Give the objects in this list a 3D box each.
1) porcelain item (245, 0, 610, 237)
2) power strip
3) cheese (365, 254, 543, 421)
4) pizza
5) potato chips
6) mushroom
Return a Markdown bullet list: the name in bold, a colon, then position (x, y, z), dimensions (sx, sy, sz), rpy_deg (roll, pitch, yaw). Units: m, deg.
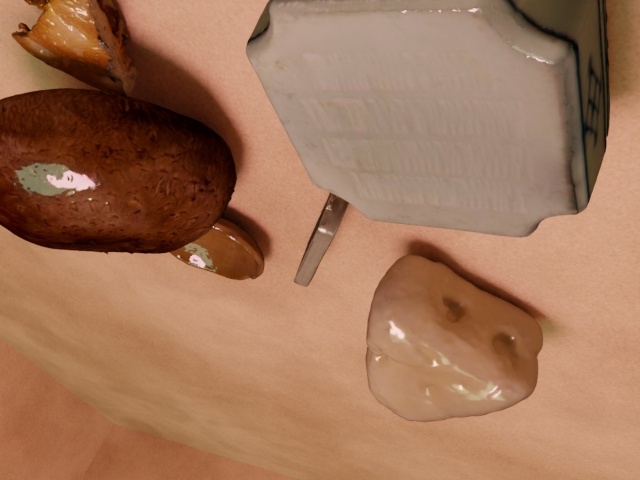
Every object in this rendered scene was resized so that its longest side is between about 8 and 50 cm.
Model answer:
- **porcelain item**: position (0.102, -0.145, 0.650), dimensions (0.286, 0.157, 0.281), rpy_deg (7, 147, 30)
- **power strip**: position (0.000, 0.000, 1.048), dimensions (0.029, 0.080, 0.227), rpy_deg (22, 152, -2)
- **cheese**: position (0.147, 0.145, 1.067), dimensions (0.251, 0.173, 0.248), rpy_deg (34, 141, -16)
- **pizza**: position (-0.282, -0.260, 0.862), dimensions (0.154, 0.069, 0.194), rpy_deg (28, 150, -5)
- **potato chips**: position (-0.180, -0.003, 1.206), dimensions (0.208, 0.061, 0.195), rpy_deg (-6, 143, 43)
- **mushroom**: position (-0.280, -0.082, 0.976), dimensions (0.345, 0.345, 0.239), rpy_deg (-3, 103, 41)
